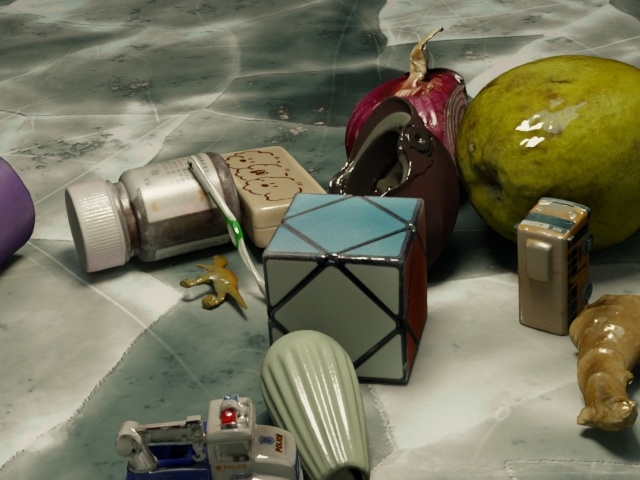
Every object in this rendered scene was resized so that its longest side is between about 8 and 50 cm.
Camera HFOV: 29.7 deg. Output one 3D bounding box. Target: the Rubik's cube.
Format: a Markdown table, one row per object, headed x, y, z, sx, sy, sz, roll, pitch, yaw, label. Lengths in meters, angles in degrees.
| x | y | z | sx | sy | sz | roll | pitch | yaw | label |
| --- | --- | --- | --- | --- | --- | --- | --- | --- | --- |
| 0.041 | 0.065 | 1.752 | 0.205 | 0.207 | 0.205 | 2 | 29 | 13 | Rubik's cube |

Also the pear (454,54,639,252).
| x | y | z | sx | sy | sz | roll | pitch | yaw | label |
| --- | --- | --- | --- | --- | --- | --- | --- | --- | --- |
| 0.402 | -0.139 | 1.962 | 0.413 | 0.352 | 0.352 | -17 | 29 | -36 | pear |

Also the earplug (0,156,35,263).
| x | y | z | sx | sy | sz | roll | pitch | yaw | label |
| --- | --- | --- | --- | --- | --- | --- | --- | --- | --- |
| -0.656 | 0.040 | 1.926 | 0.215 | 0.215 | 0.456 | 5 | 32 | 18 | earplug |

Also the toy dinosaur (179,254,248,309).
| x | y | z | sx | sy | sz | roll | pitch | yaw | label |
| --- | --- | --- | --- | --- | --- | --- | --- | --- | --- |
| -0.147 | 0.068 | 1.957 | 0.162 | 0.039 | 0.126 | 14 | 31 | 30 | toy dinosaur |

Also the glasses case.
| x | y | z | sx | sy | sz | roll | pitch | yaw | label |
| --- | --- | --- | --- | --- | --- | --- | --- | --- | --- |
| -0.090 | -0.084 | 2.164 | 0.144 | 0.076 | 0.336 | -9 | 22 | -15 | glasses case |

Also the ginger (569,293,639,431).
| x | y | z | sx | sy | sz | roll | pitch | yaw | label |
| --- | --- | --- | --- | --- | --- | --- | --- | --- | --- |
| 0.400 | 0.166 | 1.623 | 0.131 | 0.086 | 0.294 | -14 | 25 | 18 | ginger |

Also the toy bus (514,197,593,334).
| x | y | z | sx | sy | sz | roll | pitch | yaw | label |
| --- | --- | --- | --- | --- | --- | --- | --- | --- | --- |
| 0.342 | 0.039 | 1.780 | 0.091 | 0.182 | 0.103 | 16 | 36 | 34 | toy bus |

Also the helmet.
| x | y | z | sx | sy | sz | roll | pitch | yaw | label |
| --- | --- | --- | --- | --- | --- | --- | --- | --- | --- |
| 0.133 | -0.070 | 1.957 | 0.225 | 0.177 | 0.305 | -31 | 34 | 57 | helmet |

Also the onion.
| x | y | z | sx | sy | sz | roll | pitch | yaw | label |
| --- | --- | --- | --- | --- | --- | --- | --- | --- | --- |
| 0.157 | -0.184 | 2.198 | 0.230 | 0.272 | 0.256 | -38 | 6 | -40 | onion |

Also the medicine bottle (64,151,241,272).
| x | y | z | sx | sy | sz | roll | pitch | yaw | label |
| --- | --- | --- | --- | --- | --- | --- | --- | --- | --- |
| -0.286 | -0.049 | 2.064 | 0.273 | 0.165 | 0.165 | -13 | 28 | -18 | medicine bottle |

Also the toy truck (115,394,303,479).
| x | y | z | sx | sy | sz | roll | pitch | yaw | label |
| --- | --- | --- | --- | --- | --- | --- | --- | --- | --- |
| -0.129 | 0.266 | 1.422 | 0.213 | 0.177 | 0.161 | -5 | 26 | 0 | toy truck |

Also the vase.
| x | y | z | sx | sy | sz | roll | pitch | yaw | label |
| --- | --- | --- | --- | --- | --- | --- | --- | --- | --- |
| 0.000 | 0.226 | 1.548 | 0.128 | 0.128 | 0.248 | -10 | 37 | -10 | vase |

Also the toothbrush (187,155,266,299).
| x | y | z | sx | sy | sz | roll | pitch | yaw | label |
| --- | --- | --- | --- | --- | --- | --- | --- | --- | --- |
| -0.143 | -0.018 | 1.962 | 0.030 | 0.030 | 0.304 | -22 | 67 | -30 | toothbrush |
